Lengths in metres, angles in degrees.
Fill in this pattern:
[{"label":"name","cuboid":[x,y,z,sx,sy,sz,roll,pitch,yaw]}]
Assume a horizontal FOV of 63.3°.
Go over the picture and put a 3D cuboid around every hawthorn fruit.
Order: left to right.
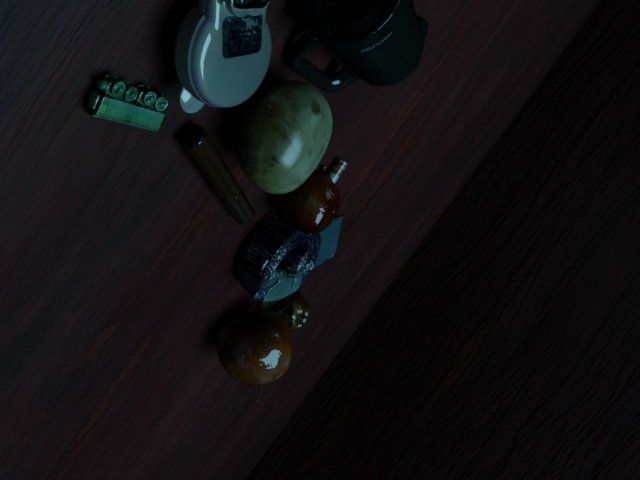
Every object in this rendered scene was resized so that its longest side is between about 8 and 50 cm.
[{"label":"hawthorn fruit","cuboid":[-0.188,0.335,1.621,0.235,0.263,0.231,-23,-140,39]},{"label":"hawthorn fruit","cuboid":[-0.029,-0.115,1.387,0.169,0.169,0.188,-1,111,-64]}]

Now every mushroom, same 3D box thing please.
[{"label":"mushroom","cuboid":[-0.078,-0.219,1.087,0.255,0.184,0.254,-40,153,-26]}]

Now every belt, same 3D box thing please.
[{"label":"belt","cuboid":[-0.115,0.053,1.536,0.260,0.122,0.325,-62,161,5]}]

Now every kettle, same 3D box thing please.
[{"label":"kettle","cuboid":[0.087,-0.426,1.088,0.262,0.203,0.308,-58,161,9]}]

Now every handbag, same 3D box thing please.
[{"label":"handbag","cuboid":[0.000,0.000,1.774,0.144,0.057,0.221,-32,151,-33]}]

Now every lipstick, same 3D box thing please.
[{"label":"lipstick","cuboid":[-0.214,-0.130,1.125,0.057,0.057,0.356,-48,158,-11]},{"label":"lipstick","cuboid":[0.032,-0.187,1.560,0.130,0.038,0.038,-56,159,9]}]

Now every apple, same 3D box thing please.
[{"label":"apple","cuboid":[-0.116,0.234,1.757,0.156,0.158,0.147,-57,161,-1]}]

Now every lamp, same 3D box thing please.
[{"label":"lamp","cuboid":[-0.161,-0.332,0.844,0.179,0.108,0.245,-35,152,-47]}]

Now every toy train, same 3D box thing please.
[{"label":"toy train","cuboid":[-0.302,-0.218,0.831,0.071,0.038,0.148,-56,159,16]}]
